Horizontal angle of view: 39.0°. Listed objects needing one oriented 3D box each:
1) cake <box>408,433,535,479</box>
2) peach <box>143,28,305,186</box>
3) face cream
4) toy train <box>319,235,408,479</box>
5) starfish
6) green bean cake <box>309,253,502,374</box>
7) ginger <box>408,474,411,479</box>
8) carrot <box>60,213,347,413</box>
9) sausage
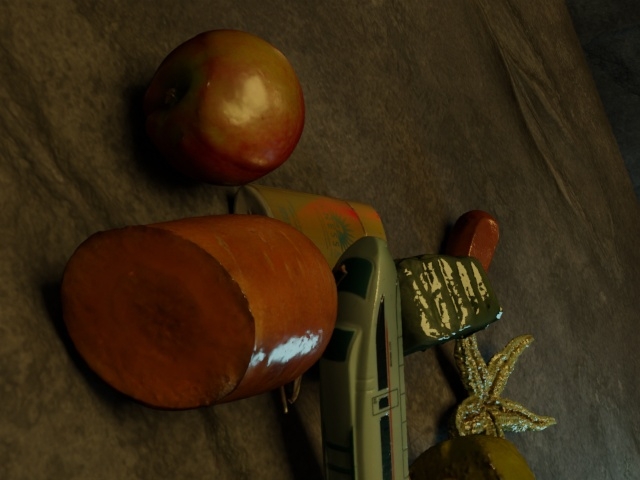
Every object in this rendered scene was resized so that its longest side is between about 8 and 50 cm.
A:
[{"bbox_3d":[0.208,0.399,1.217,0.156,0.179,0.261,20,49,-55],"label":"cake"},{"bbox_3d":[-0.105,-0.152,1.062,0.197,0.197,0.197,33,47,-44],"label":"peach"},{"bbox_3d":[0.000,0.000,1.236,0.285,0.067,0.139,5,63,-55],"label":"face cream"},{"bbox_3d":[0.044,0.201,1.059,0.088,0.086,0.407,-10,99,-45],"label":"toy train"},{"bbox_3d":[0.291,0.283,1.501,0.358,0.078,0.347,38,43,-40],"label":"starfish"},{"bbox_3d":[0.103,0.102,1.202,0.227,0.222,0.125,3,64,-52],"label":"green bean cake"},{"bbox_3d":[0.114,0.422,1.149,0.131,0.086,0.295,72,9,-62],"label":"ginger"},{"bbox_3d":[-0.083,0.071,0.947,0.214,0.193,0.331,40,20,18],"label":"carrot"},{"bbox_3d":[0.267,0.016,1.615,0.089,0.089,0.179,48,48,-30],"label":"sausage"}]
